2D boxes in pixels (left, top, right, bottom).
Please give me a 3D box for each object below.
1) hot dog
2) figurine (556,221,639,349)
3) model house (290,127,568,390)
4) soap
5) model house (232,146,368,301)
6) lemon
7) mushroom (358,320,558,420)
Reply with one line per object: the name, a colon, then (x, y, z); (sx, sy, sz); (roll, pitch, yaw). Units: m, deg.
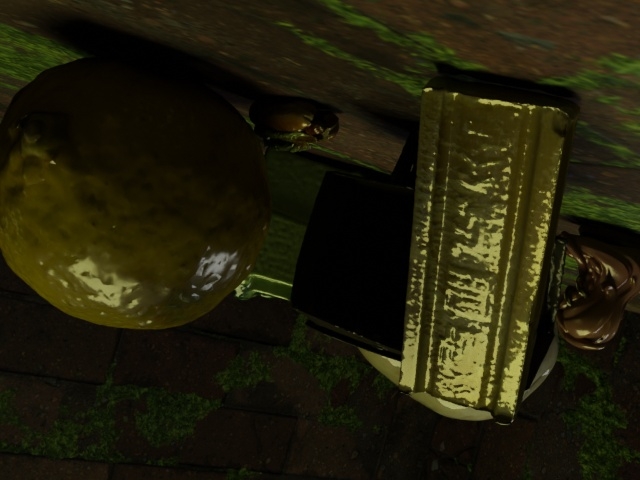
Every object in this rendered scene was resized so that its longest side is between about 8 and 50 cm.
hot dog: (-0.029, -0.105, 0.864); (0.056, 0.041, 0.133); (17, 178, -32)
figurine: (0.331, 0.049, 1.108); (0.126, 0.157, 0.114); (21, 157, -6)
model house: (0.116, 0.025, 0.851); (0.211, 0.205, 0.243); (15, 169, 21)
soap: (0.106, 0.013, 0.622); (0.092, 0.252, 0.037); (15, -144, 19)
model house: (0.000, 0.000, 1.278); (0.189, 0.214, 0.195); (15, 176, 10)
lemon: (-0.177, -0.042, 0.856); (0.253, 0.254, 0.310); (15, 174, 24)
mushroom: (0.216, 0.126, 1.525); (0.325, 0.353, 0.353); (-24, 176, 3)
